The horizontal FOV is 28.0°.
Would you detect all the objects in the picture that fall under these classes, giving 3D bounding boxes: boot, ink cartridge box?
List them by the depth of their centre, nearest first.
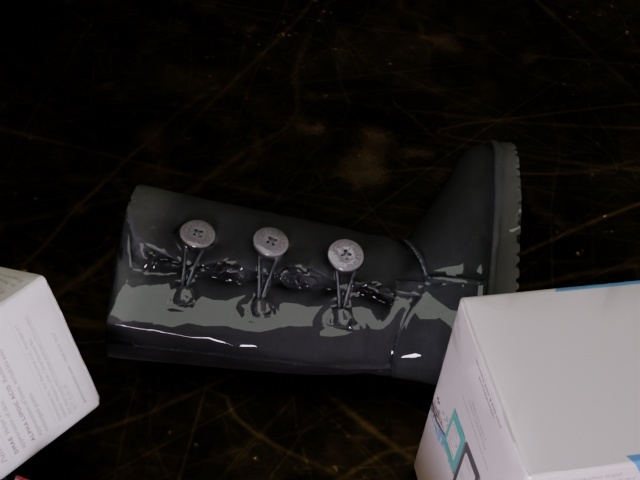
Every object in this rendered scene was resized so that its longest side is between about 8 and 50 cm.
[{"bbox_3d":[0.222,0.203,1.193,0.198,0.270,0.197,-5,48,-12],"label":"ink cartridge box"},{"bbox_3d":[0.000,0.001,1.470,0.445,0.146,0.367,5,43,3],"label":"boot"}]

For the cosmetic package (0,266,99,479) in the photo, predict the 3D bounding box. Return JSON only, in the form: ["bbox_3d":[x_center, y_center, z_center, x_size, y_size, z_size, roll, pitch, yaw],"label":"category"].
[{"bbox_3d":[-0.423,0.177,1.165,0.217,0.156,0.385,9,38,46],"label":"cosmetic package"}]

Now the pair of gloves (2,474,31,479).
[{"bbox_3d":[-0.333,0.265,1.152,0.159,0.198,0.023,-42,107,-27],"label":"pair of gloves"}]
